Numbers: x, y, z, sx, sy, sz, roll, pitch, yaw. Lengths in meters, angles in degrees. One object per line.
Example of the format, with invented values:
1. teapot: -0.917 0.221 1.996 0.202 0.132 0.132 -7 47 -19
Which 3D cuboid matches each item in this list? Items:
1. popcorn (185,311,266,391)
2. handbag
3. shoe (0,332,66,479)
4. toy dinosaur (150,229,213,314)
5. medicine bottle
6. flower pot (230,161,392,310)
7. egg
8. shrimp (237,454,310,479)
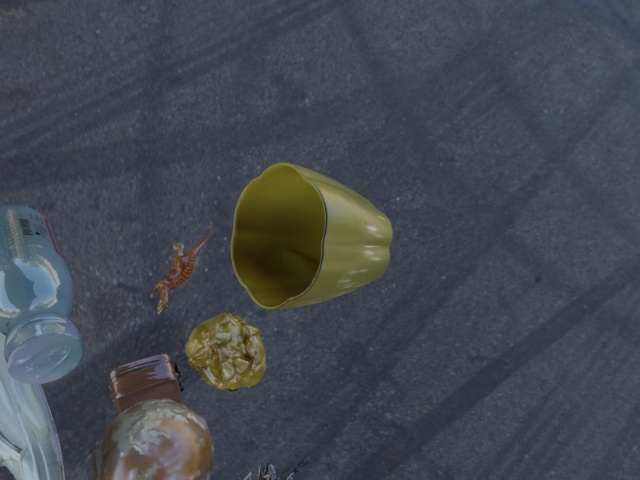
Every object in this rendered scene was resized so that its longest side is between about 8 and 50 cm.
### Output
1. popcorn: -0.239 0.281 1.369 0.190 0.253 0.191 -7 73 -14
2. handbag: -0.378 0.327 1.204 0.151 0.193 0.072 -18 56 -19
3. shoe: -0.475 0.263 0.785 0.159 0.124 0.316 -12 71 -33
4. toy dinosaur: -0.335 0.066 1.318 0.057 0.142 0.212 37 98 -31
5. medicine bottle: -0.316 0.053 0.588 0.090 0.090 0.216 -19 45 -25
6. flower pot: 0.000 0.000 0.772 0.179 0.195 0.195 6 70 -44
7. egg: -0.271 0.358 0.890 0.195 0.233 0.195 0 93 -8
8. shrimp: -0.161 0.660 1.378 0.137 0.172 0.372 45 61 -1
